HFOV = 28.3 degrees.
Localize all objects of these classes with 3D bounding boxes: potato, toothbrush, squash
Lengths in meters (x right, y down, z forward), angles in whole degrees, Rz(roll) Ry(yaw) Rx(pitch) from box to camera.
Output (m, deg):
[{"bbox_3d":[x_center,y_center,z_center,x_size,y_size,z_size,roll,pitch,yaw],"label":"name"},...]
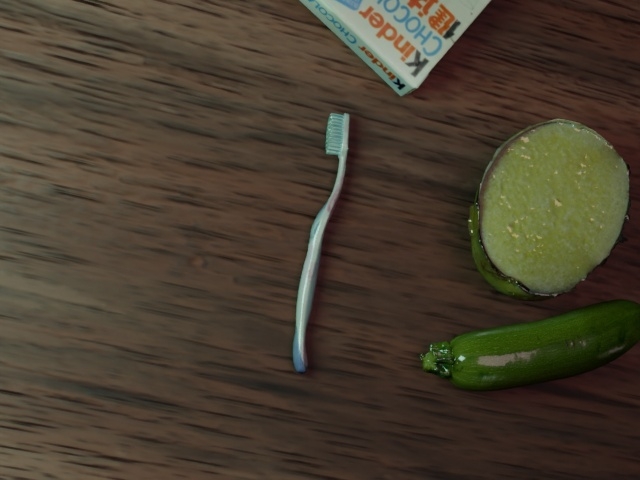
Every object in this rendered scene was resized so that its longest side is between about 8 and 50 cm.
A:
[{"bbox_3d":[0.231,-0.027,1.318,0.164,0.081,0.200,32,73,-2],"label":"potato"},{"bbox_3d":[0.000,0.000,1.277,0.027,0.021,0.269,10,80,-2],"label":"toothbrush"},{"bbox_3d":[0.228,0.112,1.306,0.258,0.069,0.069,-12,87,-17],"label":"squash"}]

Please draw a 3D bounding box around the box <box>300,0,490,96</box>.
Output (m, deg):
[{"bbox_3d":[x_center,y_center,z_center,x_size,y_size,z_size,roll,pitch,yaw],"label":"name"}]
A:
[{"bbox_3d":[0.074,-0.334,1.323,0.273,0.048,0.265,42,74,-8],"label":"box"}]
